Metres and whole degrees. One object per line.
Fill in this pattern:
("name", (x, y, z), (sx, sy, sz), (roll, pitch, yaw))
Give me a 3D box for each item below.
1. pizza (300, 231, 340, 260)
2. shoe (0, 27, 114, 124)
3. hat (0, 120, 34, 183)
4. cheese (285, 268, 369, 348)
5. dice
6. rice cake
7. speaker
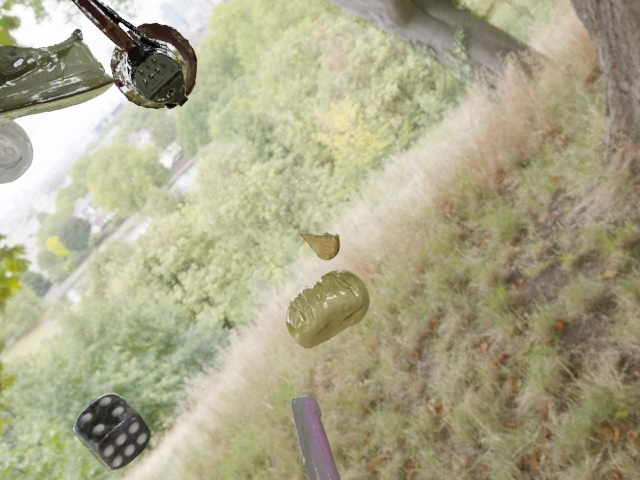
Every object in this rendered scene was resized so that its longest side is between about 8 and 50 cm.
("pizza", (0.000, 0.000, 1.529), (0.026, 0.109, 0.123), (-59, -4, -34))
("shoe", (-0.423, -0.210, 0.821), (0.275, 0.098, 0.103), (-27, 9, -33))
("hat", (-0.849, -0.245, 1.611), (0.203, 0.203, 0.126), (-47, 15, 2))
("cheese", (0.014, 0.176, 1.516), (0.214, 0.117, 0.225), (-23, -32, -29))
("dice", (-0.695, 0.637, 2.045), (0.183, 0.181, 0.182), (20, 51, 37))
("rice cake", (0.006, 0.366, 0.952), (0.055, 0.049, 0.269), (-20, 52, 0))
("speaker", (-0.357, -0.394, 1.258), (0.198, 0.258, 0.329), (-20, 16, -8))
